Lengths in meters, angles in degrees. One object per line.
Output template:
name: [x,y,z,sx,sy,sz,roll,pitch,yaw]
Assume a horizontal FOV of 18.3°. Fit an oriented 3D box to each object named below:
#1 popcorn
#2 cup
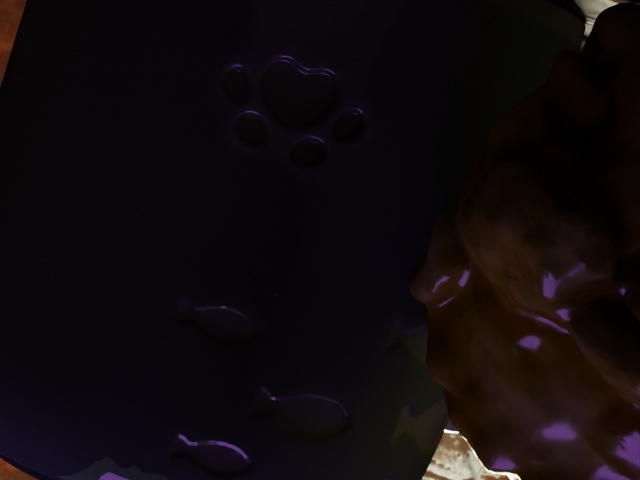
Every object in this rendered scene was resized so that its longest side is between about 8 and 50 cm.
popcorn: [0.146,0.003,0.803,0.200,0.203,0.226,-35,-170,-38]
cup: [0.000,0.000,0.976,0.357,0.274,0.259,17,-177,-36]
